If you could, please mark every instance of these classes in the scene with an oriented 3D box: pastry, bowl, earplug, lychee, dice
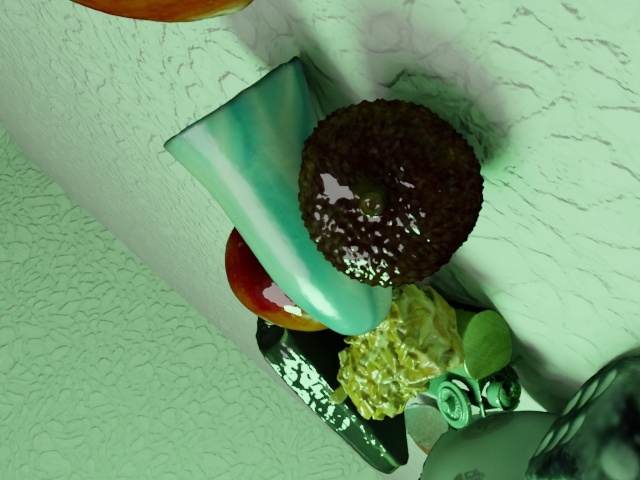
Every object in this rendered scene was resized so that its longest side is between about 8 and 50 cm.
[{"bbox_3d":[0.093,0.156,1.010,0.154,0.102,0.250,61,143,17],"label":"pastry"},{"bbox_3d":[0.316,0.349,0.962,0.345,0.345,0.157,39,140,13],"label":"bowl"},{"bbox_3d":[-0.018,-0.028,0.861,0.324,0.185,0.185,57,160,-11],"label":"earplug"},{"bbox_3d":[0.069,-0.046,0.723,0.194,0.194,0.194,39,162,15],"label":"lychee"},{"bbox_3d":[0.348,0.252,0.801,0.183,0.181,0.182,39,160,16],"label":"dice"}]

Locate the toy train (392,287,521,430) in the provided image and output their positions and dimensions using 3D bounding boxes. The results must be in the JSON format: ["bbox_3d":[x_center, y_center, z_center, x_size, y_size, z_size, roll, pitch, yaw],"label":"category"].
[{"bbox_3d":[0.180,0.159,1.094,0.307,0.126,0.190,8,103,61],"label":"toy train"}]

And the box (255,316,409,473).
[{"bbox_3d":[0.030,0.198,1.284,0.350,0.091,0.359,50,-162,-18],"label":"box"}]

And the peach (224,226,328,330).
[{"bbox_3d":[-0.020,0.026,1.061,0.243,0.200,0.243,9,-171,-1],"label":"peach"}]

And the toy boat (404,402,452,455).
[{"bbox_3d":[0.305,0.457,1.578,0.282,0.096,0.206,37,163,-26],"label":"toy boat"}]

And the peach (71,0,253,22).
[{"bbox_3d":[-0.125,-0.288,0.504,0.280,0.238,0.281,9,117,18],"label":"peach"}]

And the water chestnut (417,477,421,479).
[{"bbox_3d":[0.272,0.578,1.404,0.302,0.350,0.350,-8,129,47],"label":"water chestnut"}]
